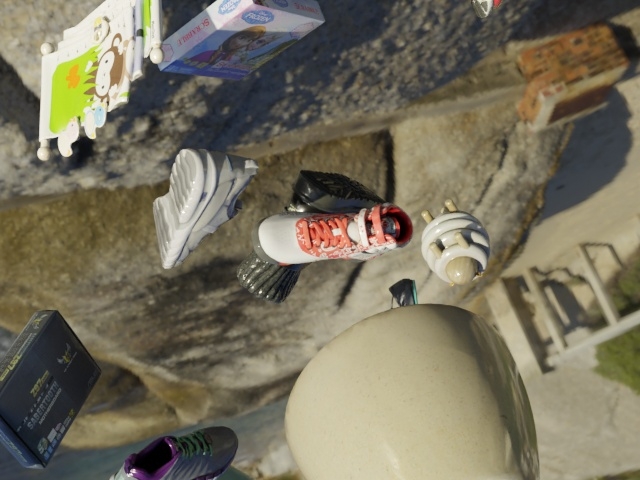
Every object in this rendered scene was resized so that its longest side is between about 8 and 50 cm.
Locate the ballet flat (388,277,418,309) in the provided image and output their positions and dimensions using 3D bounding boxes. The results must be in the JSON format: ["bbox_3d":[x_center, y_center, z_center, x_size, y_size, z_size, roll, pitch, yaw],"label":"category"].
[{"bbox_3d":[0.180,0.180,1.727,0.074,0.203,0.074,-12,173,-1],"label":"ballet flat"}]

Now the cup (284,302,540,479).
[{"bbox_3d":[0.144,0.280,1.068,0.331,0.237,0.331,-8,121,-14],"label":"cup"}]

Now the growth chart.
[{"bbox_3d":[-0.243,-0.198,0.926,0.237,0.171,0.021,-28,152,34],"label":"growth chart"}]

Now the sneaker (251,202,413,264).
[{"bbox_3d":[0.029,-0.017,1.371,0.270,0.090,0.145,3,163,-42],"label":"sneaker"}]

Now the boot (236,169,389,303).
[{"bbox_3d":[-0.003,-0.002,1.717,0.348,0.131,0.260,7,118,-53],"label":"boot"}]

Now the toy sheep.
[{"bbox_3d":[0.162,0.002,1.025,0.091,0.132,0.091,0,135,0],"label":"toy sheep"}]

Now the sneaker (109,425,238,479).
[{"bbox_3d":[-0.199,0.318,1.242,0.224,0.083,0.098,-19,148,-45],"label":"sneaker"}]

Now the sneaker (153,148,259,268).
[{"bbox_3d":[-0.169,-0.035,1.225,0.115,0.105,0.281,-4,159,-25],"label":"sneaker"}]

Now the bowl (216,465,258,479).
[{"bbox_3d":[-0.260,0.510,1.566,0.312,0.163,0.311,-34,150,-23],"label":"bowl"}]

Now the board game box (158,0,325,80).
[{"bbox_3d":[-0.199,-0.513,2.116,0.318,0.065,0.319,-27,171,32],"label":"board game box"}]

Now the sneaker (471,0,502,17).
[{"bbox_3d":[0.313,-0.473,1.498,0.118,0.107,0.279,-23,-164,20],"label":"sneaker"}]

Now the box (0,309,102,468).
[{"bbox_3d":[-0.516,0.272,1.560,0.059,0.232,0.183,-5,129,25],"label":"box"}]
